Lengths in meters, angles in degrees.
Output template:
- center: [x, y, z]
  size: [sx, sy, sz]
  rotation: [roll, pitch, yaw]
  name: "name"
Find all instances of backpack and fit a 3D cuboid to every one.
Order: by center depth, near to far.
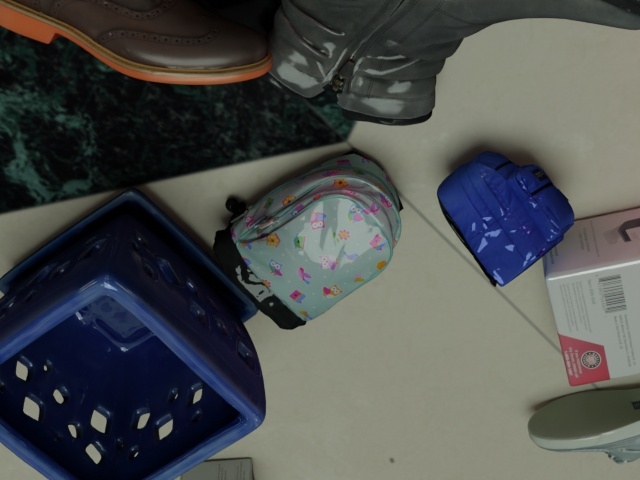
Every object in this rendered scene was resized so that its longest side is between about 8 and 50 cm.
- center: [0.182, -0.032, 1.352]
  size: [0.101, 0.098, 0.120]
  rotation: [-42, 81, 21]
  name: "backpack"
- center: [0.000, 0.000, 1.377]
  size: [0.182, 0.115, 0.152]
  rotation: [-35, 116, 21]
  name: "backpack"

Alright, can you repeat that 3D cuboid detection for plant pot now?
- center: [-0.204, 0.099, 1.395]
  size: [0.236, 0.212, 0.236]
  rotation: [-32, 119, 23]
  name: "plant pot"

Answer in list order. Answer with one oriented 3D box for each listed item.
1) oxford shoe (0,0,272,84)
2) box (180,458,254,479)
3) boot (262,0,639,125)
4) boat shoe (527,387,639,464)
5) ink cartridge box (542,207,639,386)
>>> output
- center: [-0.169, -0.211, 1.217]
  size: [0.271, 0.097, 0.098]
  rotation: [16, 121, 3]
  name: "oxford shoe"
- center: [-0.119, 0.330, 1.634]
  size: [0.087, 0.102, 0.101]
  rotation: [-5, 127, 2]
  name: "box"
- center: [0.122, -0.198, 1.242]
  size: [0.338, 0.118, 0.223]
  rotation: [17, 129, 2]
  name: "boot"
- center: [0.350, 0.215, 1.550]
  size: [0.227, 0.079, 0.081]
  rotation: [-11, 121, 6]
  name: "boat shoe"
- center: [0.348, 0.049, 1.419]
  size: [0.218, 0.092, 0.158]
  rotation: [-11, 126, 11]
  name: "ink cartridge box"
